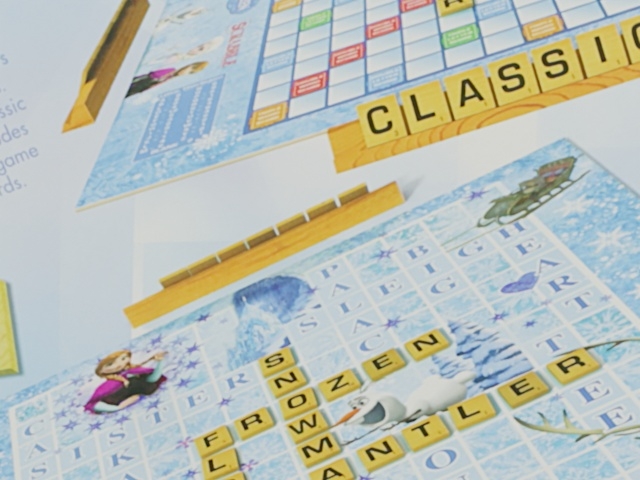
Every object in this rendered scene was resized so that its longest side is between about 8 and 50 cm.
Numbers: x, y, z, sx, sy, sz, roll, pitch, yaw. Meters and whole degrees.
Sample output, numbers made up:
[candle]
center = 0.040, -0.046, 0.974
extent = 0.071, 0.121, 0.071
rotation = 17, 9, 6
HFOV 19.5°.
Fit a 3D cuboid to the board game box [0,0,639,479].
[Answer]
[board game box]
center = 0.000, 0.000, 0.439
extent = 0.319, 0.318, 0.066
rotation = -21, -165, 5
